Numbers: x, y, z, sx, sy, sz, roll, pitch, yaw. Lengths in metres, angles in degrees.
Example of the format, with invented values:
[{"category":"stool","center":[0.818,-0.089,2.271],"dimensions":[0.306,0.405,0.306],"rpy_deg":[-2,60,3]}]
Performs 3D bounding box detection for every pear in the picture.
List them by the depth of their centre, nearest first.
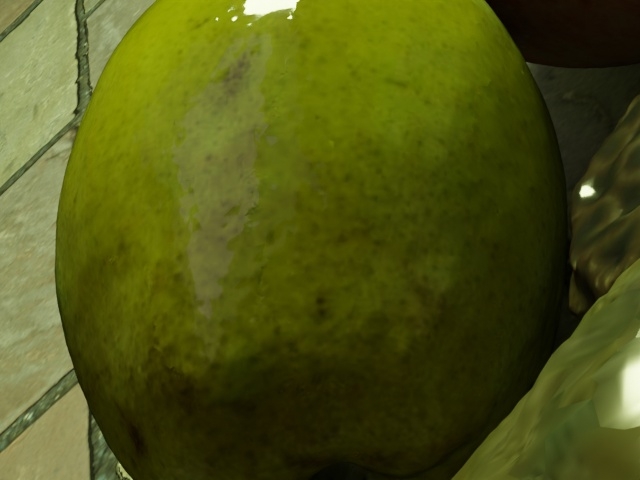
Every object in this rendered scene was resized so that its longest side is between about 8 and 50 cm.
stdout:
[{"category":"pear","center":[0.000,0.000,0.862],"dimensions":[0.253,0.253,0.307],"rpy_deg":[-35,41,26]}]

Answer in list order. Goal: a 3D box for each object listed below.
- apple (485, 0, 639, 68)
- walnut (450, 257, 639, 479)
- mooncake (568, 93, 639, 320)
[{"category":"apple","center":[0.170,-0.246,0.974],"dimensions":[0.345,0.269,0.345],"rpy_deg":[-23,51,32]},{"category":"walnut","center":[0.157,0.115,0.394],"dimensions":[0.277,0.282,0.253],"rpy_deg":[19,107,59]},{"category":"mooncake","center":[0.201,-0.023,0.707],"dimensions":[0.228,0.124,0.228],"rpy_deg":[-39,23,20]}]
